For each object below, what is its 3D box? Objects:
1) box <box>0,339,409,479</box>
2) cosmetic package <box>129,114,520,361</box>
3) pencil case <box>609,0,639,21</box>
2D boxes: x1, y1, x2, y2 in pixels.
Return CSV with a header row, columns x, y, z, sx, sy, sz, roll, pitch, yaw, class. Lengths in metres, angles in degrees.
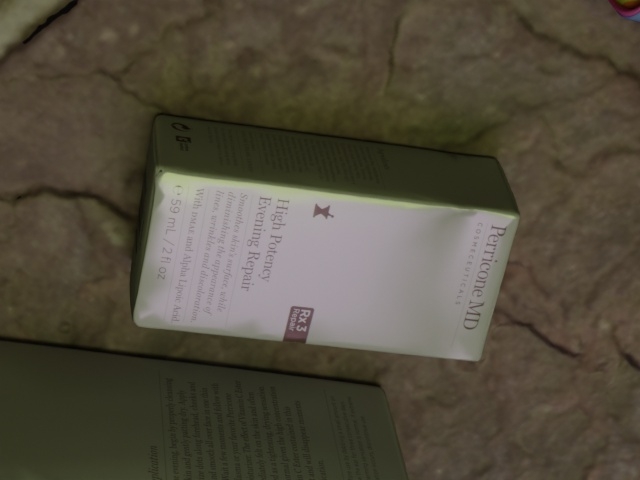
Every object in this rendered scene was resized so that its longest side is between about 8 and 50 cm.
x,y,z,sx,sy,sz,roll,pitch,yaw,class
-0.134,0.208,1.114,0.345,0.168,0.215,8,118,-12,box
0.000,0.000,1.064,0.231,0.085,0.117,6,119,-10,cosmetic package
0.293,-0.153,1.008,0.236,0.104,0.104,12,117,-13,pencil case
